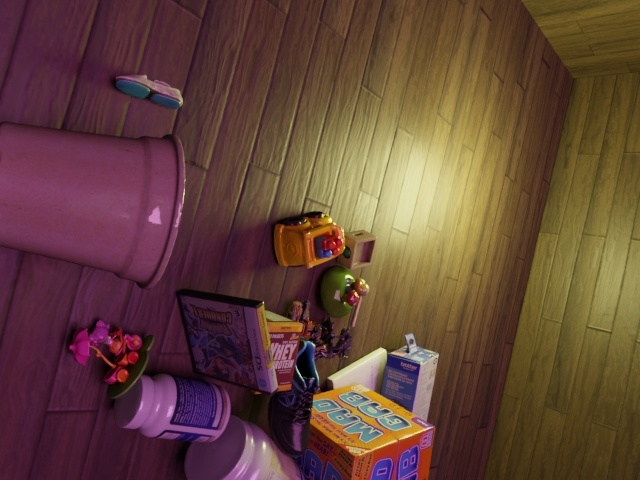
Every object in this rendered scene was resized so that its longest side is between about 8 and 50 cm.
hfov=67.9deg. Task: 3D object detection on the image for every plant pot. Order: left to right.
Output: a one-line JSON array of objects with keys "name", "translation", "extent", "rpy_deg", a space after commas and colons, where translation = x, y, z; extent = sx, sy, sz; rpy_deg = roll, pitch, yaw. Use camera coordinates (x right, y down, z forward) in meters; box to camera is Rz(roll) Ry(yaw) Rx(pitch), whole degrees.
[{"name": "plant pot", "translation": [-0.471, -0.086, 0.935], "extent": [0.305, 0.333, 0.334], "rpy_deg": [11, 90, -33]}]

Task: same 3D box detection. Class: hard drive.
[{"name": "hard drive", "translation": [0.147, 0.564, 1.833], "extent": [0.307, 0.040, 0.203], "rpy_deg": [-16, 109, -42]}]

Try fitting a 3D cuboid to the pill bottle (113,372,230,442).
[{"name": "pill bottle", "translation": [-0.374, 0.425, 1.213], "extent": [0.264, 0.153, 0.153], "rpy_deg": [31, 76, -44]}]

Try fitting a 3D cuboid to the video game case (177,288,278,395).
[{"name": "video game case", "translation": [-0.242, 0.258, 1.226], "extent": [0.035, 0.274, 0.249], "rpy_deg": [-32, 120, -53]}]

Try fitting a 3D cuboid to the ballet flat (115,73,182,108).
[{"name": "ballet flat", "translation": [-0.403, -0.357, 1.115], "extent": [0.168, 0.057, 0.053], "rpy_deg": [13, 61, -49]}]

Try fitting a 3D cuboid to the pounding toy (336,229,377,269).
[{"name": "pounding toy", "translation": [0.109, 0.019, 1.665], "extent": [0.141, 0.100, 0.130], "rpy_deg": [-11, 120, -40]}]

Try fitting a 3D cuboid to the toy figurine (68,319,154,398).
[{"name": "toy figurine", "translation": [-0.494, 0.249, 1.106], "extent": [0.159, 0.130, 0.173], "rpy_deg": [49, 42, -28]}]

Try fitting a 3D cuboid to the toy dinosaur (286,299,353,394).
[{"name": "toy dinosaur", "translation": [-0.031, 0.347, 1.575], "extent": [0.218, 0.164, 0.322], "rpy_deg": [-13, 126, -27]}]

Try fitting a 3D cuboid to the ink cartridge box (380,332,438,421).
[{"name": "ink cartridge box", "translation": [0.359, 0.585, 1.927], "extent": [0.270, 0.151, 0.396], "rpy_deg": [9, 93, -62]}]

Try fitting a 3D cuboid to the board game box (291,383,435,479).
[{"name": "board game box", "translation": [0.103, 0.734, 1.555], "extent": [0.356, 0.356, 0.357], "rpy_deg": [0, 99, -39]}]

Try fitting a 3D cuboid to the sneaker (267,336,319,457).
[{"name": "sneaker", "translation": [-0.073, 0.452, 1.382], "extent": [0.124, 0.139, 0.342], "rpy_deg": [4, 75, -39]}]

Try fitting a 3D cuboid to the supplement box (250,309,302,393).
[{"name": "supplement box", "translation": [-0.176, 0.305, 1.355], "extent": [0.129, 0.194, 0.192], "rpy_deg": [10, 91, -45]}]

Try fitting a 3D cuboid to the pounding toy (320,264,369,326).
[{"name": "pounding toy", "translation": [0.111, 0.189, 1.652], "extent": [0.237, 0.110, 0.183], "rpy_deg": [38, 59, -45]}]

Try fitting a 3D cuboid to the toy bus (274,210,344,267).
[{"name": "toy bus", "translation": [0.000, 0.000, 1.460], "extent": [0.220, 0.211, 0.150], "rpy_deg": [-19, 110, -42]}]

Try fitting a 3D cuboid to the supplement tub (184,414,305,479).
[{"name": "supplement tub", "translation": [-0.212, 0.670, 1.362], "extent": [0.235, 0.235, 0.325], "rpy_deg": [-51, 128, -25]}]
